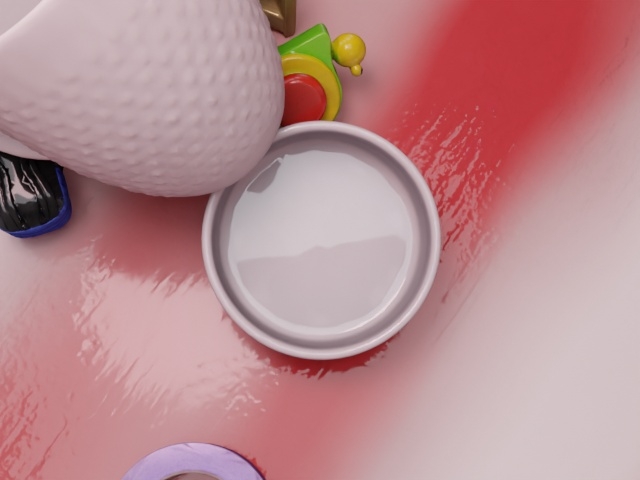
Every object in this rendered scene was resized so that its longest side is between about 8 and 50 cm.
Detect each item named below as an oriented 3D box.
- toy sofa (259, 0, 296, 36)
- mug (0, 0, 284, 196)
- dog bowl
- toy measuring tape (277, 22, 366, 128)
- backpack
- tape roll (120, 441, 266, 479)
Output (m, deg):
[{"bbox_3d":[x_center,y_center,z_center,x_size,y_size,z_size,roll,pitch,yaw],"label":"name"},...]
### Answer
[{"bbox_3d":[-0.219,-0.305,1.086,0.362,0.150,0.177,-20,79,-7],"label":"toy sofa"},{"bbox_3d":[-0.232,-0.181,0.880,0.374,0.328,0.276,-15,58,25],"label":"mug"},{"bbox_3d":[0.000,0.000,1.011,0.264,0.104,0.265,0,90,-2],"label":"dog bowl"},{"bbox_3d":[-0.085,-0.153,1.089,0.330,0.121,0.121,-28,78,9],"label":"toy measuring tape"},{"bbox_3d":[-0.347,-0.064,1.047,0.098,0.101,0.120,-21,82,-5],"label":"backpack"},{"bbox_3d":[-0.140,0.320,0.971,0.189,0.080,0.189,0,76,-1],"label":"tape roll"}]
